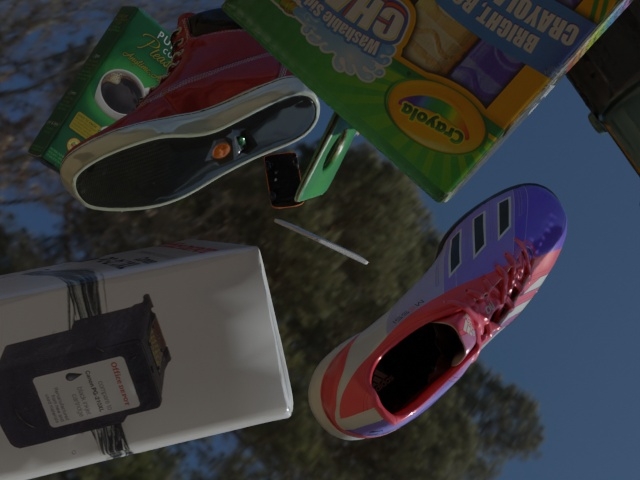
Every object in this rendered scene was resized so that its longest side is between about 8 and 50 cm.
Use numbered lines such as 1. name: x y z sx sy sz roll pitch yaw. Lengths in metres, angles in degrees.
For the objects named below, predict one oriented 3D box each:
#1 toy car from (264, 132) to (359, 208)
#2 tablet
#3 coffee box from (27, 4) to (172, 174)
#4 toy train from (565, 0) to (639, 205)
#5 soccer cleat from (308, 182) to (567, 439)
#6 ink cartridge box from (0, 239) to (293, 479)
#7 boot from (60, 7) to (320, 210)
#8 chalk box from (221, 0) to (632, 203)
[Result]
1. toy car: -0.003 -0.071 1.492 0.122 0.040 0.060 -25 -105 -11
2. tablet: 0.000 0.000 1.216 0.054 0.083 0.006 25 -91 -28
3. coffee box: -0.202 -0.134 1.534 0.040 0.113 0.184 17 -106 56
4. toy train: 0.295 -0.069 1.159 0.142 0.190 0.334 -36 -109 18
5. soccer cleat: 0.128 0.063 1.348 0.108 0.318 0.116 53 -22 -11
6. ink cartridge box: -0.156 0.068 0.843 0.237 0.172 0.100 -11 -85 -18
7. boot: -0.145 -0.132 1.408 0.176 0.244 0.088 56 -17 38
8. chalk box: 0.071 -0.146 0.928 0.179 0.180 0.289 43 -77 3
